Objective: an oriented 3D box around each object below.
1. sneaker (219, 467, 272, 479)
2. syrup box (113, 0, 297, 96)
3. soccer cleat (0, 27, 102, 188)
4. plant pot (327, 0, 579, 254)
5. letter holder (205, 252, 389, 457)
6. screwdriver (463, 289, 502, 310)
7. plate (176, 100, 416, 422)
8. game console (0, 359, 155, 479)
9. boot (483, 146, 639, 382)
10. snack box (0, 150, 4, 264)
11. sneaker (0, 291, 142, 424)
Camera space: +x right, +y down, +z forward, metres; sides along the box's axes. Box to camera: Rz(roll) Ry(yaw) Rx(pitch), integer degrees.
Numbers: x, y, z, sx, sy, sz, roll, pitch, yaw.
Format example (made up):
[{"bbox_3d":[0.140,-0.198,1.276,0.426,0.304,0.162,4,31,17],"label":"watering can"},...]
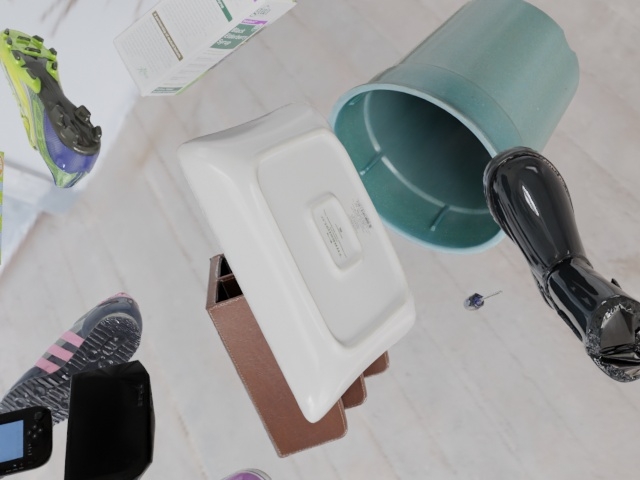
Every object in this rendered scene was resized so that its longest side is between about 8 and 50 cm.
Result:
[{"bbox_3d":[-0.193,0.419,1.521,0.102,0.161,0.282,45,108,4],"label":"sneaker"},{"bbox_3d":[-0.159,-0.299,1.551,0.237,0.093,0.096,-31,85,26],"label":"syrup box"},{"bbox_3d":[-0.420,-0.199,1.680,0.289,0.093,0.121,55,127,27],"label":"soccer cleat"},{"bbox_3d":[0.243,-0.212,1.868,0.341,0.341,0.334,-5,37,50],"label":"plant pot"},{"bbox_3d":[-0.019,0.150,1.748,0.214,0.302,0.152,-18,28,8],"label":"letter holder"},{"bbox_3d":[0.220,0.075,1.536,0.024,0.170,0.025,-33,82,-11],"label":"screwdriver"},{"bbox_3d":[0.000,0.000,1.111,0.045,0.278,0.277,-25,94,28],"label":"plate"},{"bbox_3d":[-0.423,0.308,1.712,0.361,0.044,0.213,-14,46,6],"label":"game console"},{"bbox_3d":[0.290,0.026,1.288,0.094,0.246,0.207,-29,28,-1],"label":"boot"},{"bbox_3d":[-0.539,-0.049,1.614,0.070,0.207,0.174,2,92,20],"label":"snack box"},{"bbox_3d":[-0.429,0.212,1.982,0.319,0.112,0.131,-36,25,14],"label":"sneaker"}]
